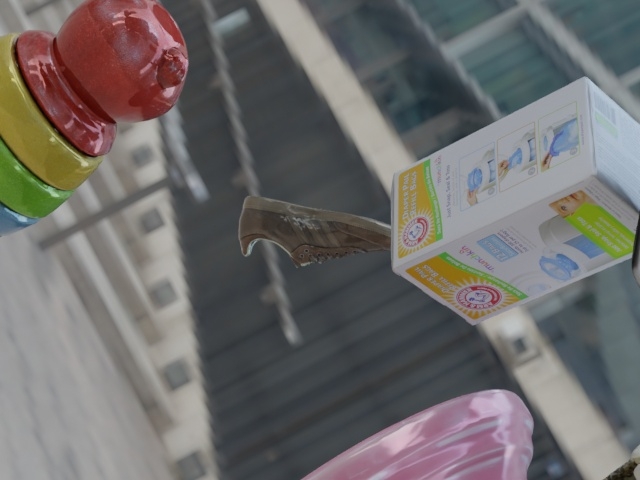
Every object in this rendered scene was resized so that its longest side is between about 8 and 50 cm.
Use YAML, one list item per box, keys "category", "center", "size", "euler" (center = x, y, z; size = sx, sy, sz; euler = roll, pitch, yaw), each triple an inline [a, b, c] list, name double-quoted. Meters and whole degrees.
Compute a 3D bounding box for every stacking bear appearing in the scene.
- category: "stacking bear"
  center: [-0.235, -0.100, 1.490]
  size: [0.164, 0.289, 0.175]
  euler: [36, 26, -55]

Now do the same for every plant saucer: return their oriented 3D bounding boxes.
- category: "plant saucer"
  center: [0.049, 0.251, 1.520]
  size: [0.084, 0.332, 0.332]
  euler: [56, -5, 20]

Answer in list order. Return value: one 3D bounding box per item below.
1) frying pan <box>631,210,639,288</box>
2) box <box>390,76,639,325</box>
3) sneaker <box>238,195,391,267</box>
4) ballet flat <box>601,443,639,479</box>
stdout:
- category: "frying pan"
  center: [0.251, -0.027, 1.273]
  size: [0.326, 0.053, 0.197]
  euler: [-47, 145, -72]
- category: "box"
  center: [0.169, -0.028, 1.487]
  size: [0.114, 0.203, 0.103]
  euler: [35, 43, -37]
- category: "sneaker"
  center: [0.000, 0.000, 2.045]
  size: [0.066, 0.188, 0.071]
  euler: [14, 88, -80]
- category: "ballet flat"
  center: [0.257, 0.245, 1.459]
  size: [0.182, 0.483, 0.164]
  euler: [23, 36, -43]
